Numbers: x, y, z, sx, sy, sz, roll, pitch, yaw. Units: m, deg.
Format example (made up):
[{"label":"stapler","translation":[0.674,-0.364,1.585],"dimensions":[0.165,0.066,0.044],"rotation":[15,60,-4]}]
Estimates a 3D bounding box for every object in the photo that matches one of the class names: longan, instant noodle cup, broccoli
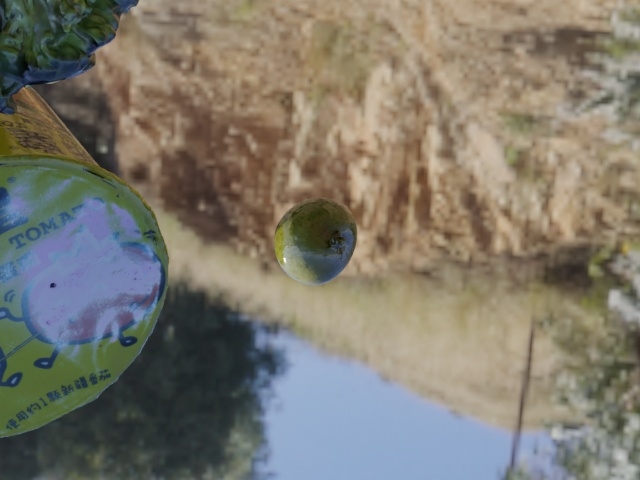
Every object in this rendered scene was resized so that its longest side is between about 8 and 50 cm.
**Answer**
[{"label":"longan","translation":[0.000,0.000,1.210],"dimensions":[0.075,0.075,0.083],"rotation":[-5,179,-33]},{"label":"instant noodle cup","translation":[-0.336,-0.008,1.400],"dimensions":[0.326,0.325,0.254],"rotation":[-3,-144,-28]},{"label":"broccoli","translation":[-0.246,-0.229,1.092],"dimensions":[0.263,0.243,0.247],"rotation":[-17,-131,16]}]
